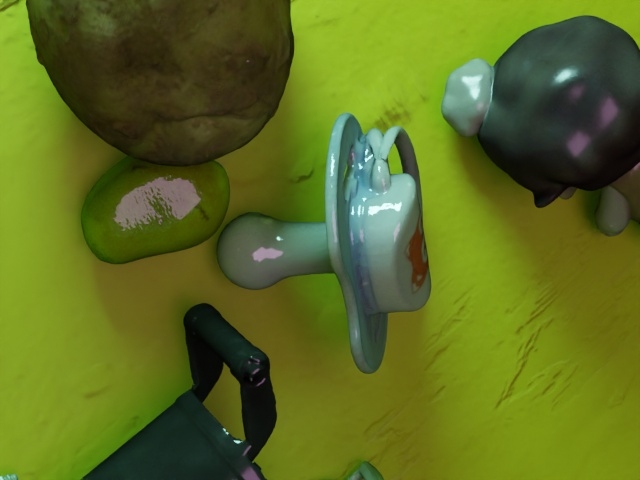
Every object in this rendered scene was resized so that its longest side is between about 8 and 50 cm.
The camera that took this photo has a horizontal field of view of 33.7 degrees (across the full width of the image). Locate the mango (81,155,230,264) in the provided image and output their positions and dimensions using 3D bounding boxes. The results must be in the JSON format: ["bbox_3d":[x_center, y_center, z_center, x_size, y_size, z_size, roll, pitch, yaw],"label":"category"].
[{"bbox_3d":[-0.175,-0.042,1.126,0.163,0.089,0.117,-15,106,-18],"label":"mango"}]

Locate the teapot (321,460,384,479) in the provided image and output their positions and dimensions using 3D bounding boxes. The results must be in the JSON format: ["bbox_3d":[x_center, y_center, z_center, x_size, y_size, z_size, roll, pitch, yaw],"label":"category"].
[{"bbox_3d":[0.022,0.325,1.251,0.092,0.091,0.124,12,93,-24],"label":"teapot"}]

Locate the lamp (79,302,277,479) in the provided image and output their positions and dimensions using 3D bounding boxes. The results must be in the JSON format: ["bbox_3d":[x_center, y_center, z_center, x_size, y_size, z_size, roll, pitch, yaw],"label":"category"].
[{"bbox_3d":[-0.163,0.296,1.111,0.272,0.205,0.374,-22,115,-21],"label":"lamp"}]

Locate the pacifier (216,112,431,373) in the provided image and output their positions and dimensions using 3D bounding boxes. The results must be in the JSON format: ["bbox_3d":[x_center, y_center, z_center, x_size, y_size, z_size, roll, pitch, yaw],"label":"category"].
[{"bbox_3d":[0.000,0.000,1.169,0.233,0.244,0.299,-5,126,9],"label":"pacifier"}]

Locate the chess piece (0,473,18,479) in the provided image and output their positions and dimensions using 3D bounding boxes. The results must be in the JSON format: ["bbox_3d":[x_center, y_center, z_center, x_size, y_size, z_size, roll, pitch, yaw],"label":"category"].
[{"bbox_3d":[-0.389,0.279,1.107,0.149,0.059,0.059,-24,105,-22],"label":"chess piece"}]

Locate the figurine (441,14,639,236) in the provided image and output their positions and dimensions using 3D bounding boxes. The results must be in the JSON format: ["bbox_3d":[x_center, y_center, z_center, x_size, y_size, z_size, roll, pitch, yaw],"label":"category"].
[{"bbox_3d":[0.342,-0.130,1.298,0.218,0.206,0.365,-48,138,14],"label":"figurine"}]

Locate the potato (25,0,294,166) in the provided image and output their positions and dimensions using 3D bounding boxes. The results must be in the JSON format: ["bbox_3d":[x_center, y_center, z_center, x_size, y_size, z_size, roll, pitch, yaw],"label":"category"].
[{"bbox_3d":[-0.171,-0.207,1.033,0.288,0.301,0.237,28,105,8],"label":"potato"}]
